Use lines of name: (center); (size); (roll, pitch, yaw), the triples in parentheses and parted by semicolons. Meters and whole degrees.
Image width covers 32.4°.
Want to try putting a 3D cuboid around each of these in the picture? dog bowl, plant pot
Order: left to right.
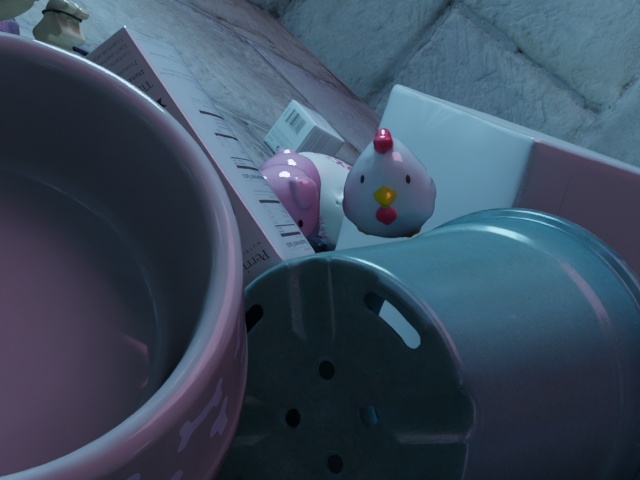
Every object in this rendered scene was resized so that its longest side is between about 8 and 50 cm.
dog bowl: (-0.200, 0.024, 0.585); (0.348, 0.102, 0.349); (9, 50, -11)
plant pot: (0.093, 0.138, 0.972); (0.341, 0.341, 0.334); (46, 24, 25)

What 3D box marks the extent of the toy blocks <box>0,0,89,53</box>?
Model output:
toy blocks: (-0.339, -0.314, 0.959); (0.260, 0.288, 0.309); (54, 16, 15)

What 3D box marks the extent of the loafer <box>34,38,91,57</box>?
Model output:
loafer: (-0.271, -0.153, 1.399); (0.302, 0.109, 0.095); (36, -6, -38)

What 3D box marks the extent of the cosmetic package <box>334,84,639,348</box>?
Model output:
cosmetic package: (0.264, 0.040, 1.359); (0.393, 0.329, 0.327); (14, 11, -29)

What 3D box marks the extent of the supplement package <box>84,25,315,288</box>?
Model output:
supplement package: (-0.135, -0.046, 0.986); (0.244, 0.139, 0.134); (55, 11, 5)

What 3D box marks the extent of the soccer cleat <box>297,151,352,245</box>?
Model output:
soccer cleat: (0.086, -0.022, 1.522); (0.331, 0.116, 0.143); (36, -21, -34)

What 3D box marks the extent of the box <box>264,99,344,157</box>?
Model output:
box: (-0.031, -0.188, 2.069); (0.087, 0.102, 0.101); (23, 20, -43)

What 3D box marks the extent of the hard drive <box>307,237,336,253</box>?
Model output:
hard drive: (0.000, 0.000, 1.658); (0.172, 0.054, 0.254); (44, 15, 19)

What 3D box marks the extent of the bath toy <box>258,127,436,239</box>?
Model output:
bath toy: (-0.057, -0.045, 1.118); (0.129, 0.348, 0.151); (78, 8, -55)
